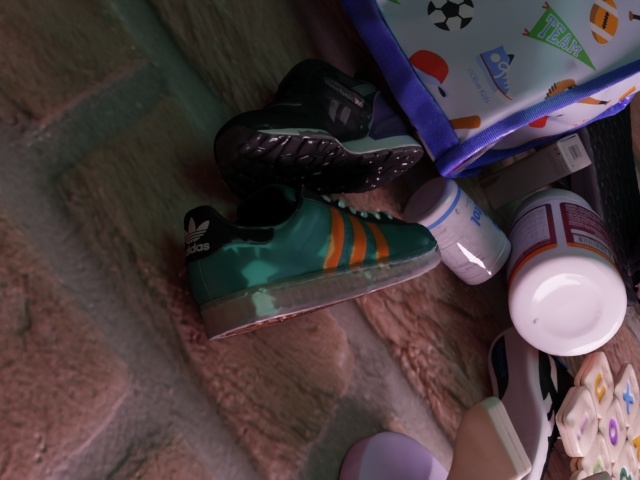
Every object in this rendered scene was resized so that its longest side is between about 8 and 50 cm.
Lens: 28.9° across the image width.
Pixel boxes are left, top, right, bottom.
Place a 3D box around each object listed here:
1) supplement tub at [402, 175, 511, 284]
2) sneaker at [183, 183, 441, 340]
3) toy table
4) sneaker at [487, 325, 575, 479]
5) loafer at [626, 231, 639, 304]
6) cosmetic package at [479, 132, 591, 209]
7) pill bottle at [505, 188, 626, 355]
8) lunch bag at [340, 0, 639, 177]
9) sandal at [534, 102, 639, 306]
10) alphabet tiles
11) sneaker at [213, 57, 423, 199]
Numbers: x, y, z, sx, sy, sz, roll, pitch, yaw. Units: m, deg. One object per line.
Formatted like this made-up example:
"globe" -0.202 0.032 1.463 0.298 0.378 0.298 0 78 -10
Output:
"supplement tub" 0.145 -0.011 1.328 0.107 0.071 0.071 43 42 -24
"sneaker" 0.000 0.000 1.124 0.302 0.108 0.121 -13 83 -50
"toy table" 0.146 0.281 1.089 0.274 0.161 0.252 58 38 -5
"sneaker" 0.236 0.202 1.300 0.121 0.079 0.217 36 44 -29
"loafer" 0.434 -0.019 1.559 0.095 0.109 0.302 50 38 -6
"cosmetic package" 0.251 -0.080 1.453 0.060 0.115 0.041 -23 86 -53
"pill bottle" 0.262 0.026 1.359 0.121 0.121 0.221 52 18 -14
"lunch bag" 0.192 -0.263 1.363 0.385 0.239 0.328 -24 81 -36
"sandal" 0.327 -0.131 1.599 0.167 0.107 0.446 1 81 -50
"alphabet tiles" 0.314 0.270 1.336 0.278 0.021 0.284 -47 123 -52
"sneaker" -0.021 -0.113 1.189 0.283 0.107 0.124 -3 62 -57
